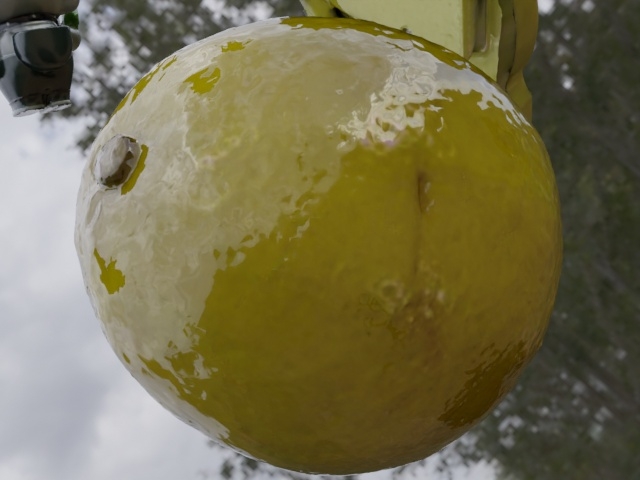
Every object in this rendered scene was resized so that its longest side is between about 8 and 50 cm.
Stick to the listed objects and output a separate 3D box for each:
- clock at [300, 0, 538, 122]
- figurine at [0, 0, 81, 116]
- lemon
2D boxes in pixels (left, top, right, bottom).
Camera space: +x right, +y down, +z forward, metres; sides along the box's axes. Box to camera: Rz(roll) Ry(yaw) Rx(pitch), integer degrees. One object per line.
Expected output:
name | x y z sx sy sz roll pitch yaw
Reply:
clock | 0.082 -0.241 1.189 0.071 0.293 0.277 -41 -28 -28
figurine | -0.285 -0.213 1.274 0.147 0.192 0.126 -15 4 -24
lemon | 0.000 0.000 0.961 0.348 0.348 0.348 -45 -16 -16
